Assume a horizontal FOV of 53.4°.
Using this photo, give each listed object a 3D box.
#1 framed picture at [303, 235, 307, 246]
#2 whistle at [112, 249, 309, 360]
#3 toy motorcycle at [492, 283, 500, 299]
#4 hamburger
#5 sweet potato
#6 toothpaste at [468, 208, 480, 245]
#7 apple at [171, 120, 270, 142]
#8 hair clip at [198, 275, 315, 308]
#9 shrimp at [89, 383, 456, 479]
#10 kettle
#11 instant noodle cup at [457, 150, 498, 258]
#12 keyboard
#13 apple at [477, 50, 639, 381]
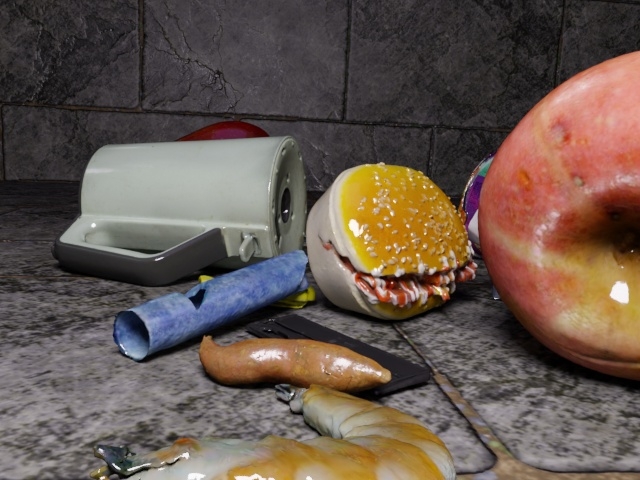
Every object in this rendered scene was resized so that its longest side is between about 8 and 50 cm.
[{"bbox_3d":[0.000,0.000,1.547,0.149,0.011,0.109,0,9,-22],"label":"framed picture"},{"bbox_3d":[-0.114,0.071,0.793,0.062,0.062,0.304,9,17,34],"label":"whistle"},{"bbox_3d":[0.477,0.050,1.054,0.359,0.125,0.212,3,17,18],"label":"toy motorcycle"},{"bbox_3d":[0.112,-0.002,0.934,0.295,0.226,0.152,-11,-7,-46],"label":"hamburger"},{"bbox_3d":[-0.029,0.122,0.620,0.203,0.058,0.055,1,51,17],"label":"sweet potato"},{"bbox_3d":[0.388,0.050,0.916,0.371,0.079,0.125,31,22,31],"label":"toothpaste"},{"bbox_3d":[-0.248,-0.148,1.570,0.317,0.287,0.288,-15,15,-22],"label":"apple"},{"bbox_3d":[-0.091,0.074,0.926,0.173,0.046,0.072,2,12,-16],"label":"hair clip"},{"bbox_3d":[0.000,0.143,0.436,0.185,0.068,0.287,8,8,18],"label":"shrimp"},{"bbox_3d":[-0.244,-0.038,1.148,0.377,0.249,0.361,2,37,13],"label":"kettle"},{"bbox_3d":[0.441,-0.051,1.324,0.251,0.251,0.190,-3,19,-35],"label":"instant noodle cup"},{"bbox_3d":[0.012,0.124,0.727,0.087,0.017,0.251,-5,11,-37],"label":"keyboard"},{"bbox_3d":[0.368,-0.030,0.709,0.364,0.363,0.364,3,9,0],"label":"apple"}]
